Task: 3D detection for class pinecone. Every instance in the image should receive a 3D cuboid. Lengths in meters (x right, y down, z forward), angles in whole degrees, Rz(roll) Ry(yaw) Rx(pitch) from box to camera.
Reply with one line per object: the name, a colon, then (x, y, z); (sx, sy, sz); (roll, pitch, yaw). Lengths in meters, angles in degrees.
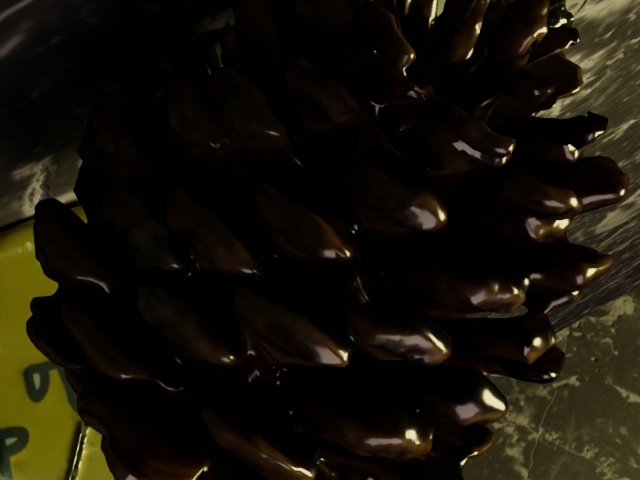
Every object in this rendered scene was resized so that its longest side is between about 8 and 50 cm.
pinecone: (0.000, 0.000, 0.741); (0.272, 0.224, 0.224); (-53, 163, 14)

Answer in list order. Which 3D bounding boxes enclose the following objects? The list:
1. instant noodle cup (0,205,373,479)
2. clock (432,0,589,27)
instant noodle cup: (-0.125, 0.165, 0.961); (0.325, 0.326, 0.254); (-24, 176, -30)
clock: (0.067, -0.097, 0.877); (0.172, 0.064, 0.198); (-30, 168, -6)
